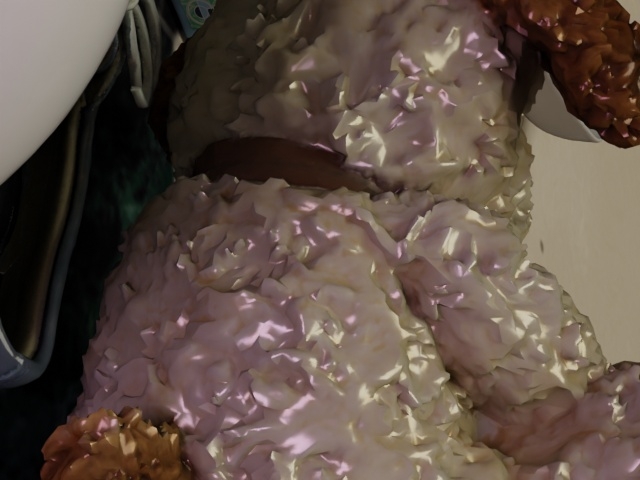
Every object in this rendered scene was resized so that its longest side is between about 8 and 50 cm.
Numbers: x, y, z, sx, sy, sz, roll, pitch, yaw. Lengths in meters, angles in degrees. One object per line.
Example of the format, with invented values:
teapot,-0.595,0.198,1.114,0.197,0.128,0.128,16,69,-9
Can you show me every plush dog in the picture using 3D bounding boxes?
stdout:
plush dog,0.000,0.000,0.661,0.211,0.262,0.225,27,67,-47

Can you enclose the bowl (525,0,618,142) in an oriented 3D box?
bowl,0.132,-0.141,1.179,0.142,0.053,0.142,46,47,-54

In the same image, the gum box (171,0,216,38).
gum box,-0.014,-0.129,0.882,0.184,0.041,0.157,67,32,-33

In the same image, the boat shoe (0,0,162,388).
boat shoe,-0.100,-0.067,0.649,0.095,0.079,0.254,54,41,-49

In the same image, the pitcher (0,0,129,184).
pitcher,-0.142,-0.039,0.438,0.125,0.207,0.178,49,30,15
